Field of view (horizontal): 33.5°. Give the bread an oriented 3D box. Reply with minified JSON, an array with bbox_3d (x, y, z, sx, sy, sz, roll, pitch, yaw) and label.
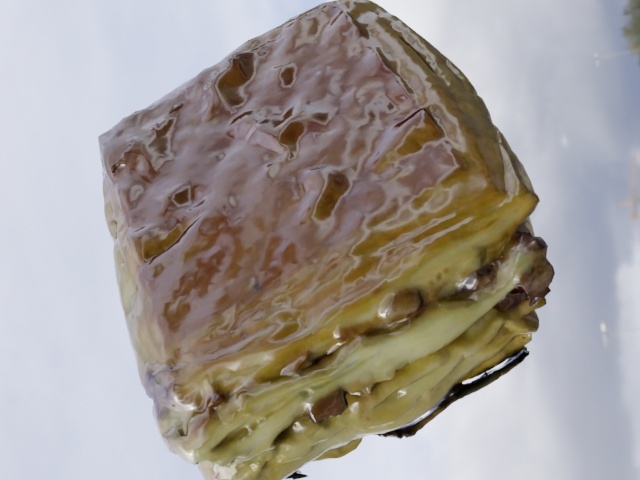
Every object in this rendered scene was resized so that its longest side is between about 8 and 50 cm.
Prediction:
[{"bbox_3d":[0.000,0.000,0.740,0.167,0.277,0.324,58,-178,-47],"label":"bread"}]
